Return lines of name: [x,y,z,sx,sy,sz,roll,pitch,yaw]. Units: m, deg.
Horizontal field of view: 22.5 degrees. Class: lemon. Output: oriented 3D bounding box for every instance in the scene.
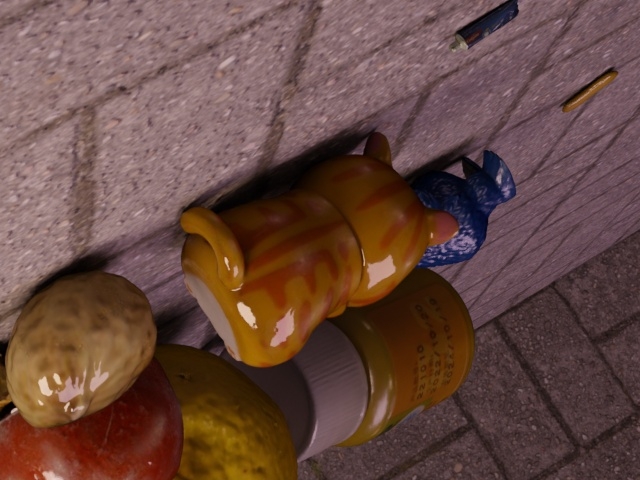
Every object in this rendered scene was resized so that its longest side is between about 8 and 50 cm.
lemon: [-0.179,0.274,1.900,0.336,0.336,0.336,-31,169,-7]

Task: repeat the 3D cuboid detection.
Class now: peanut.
peanut: [-0.223,0.098,1.495,0.159,0.109,0.140,-37,159,-38]

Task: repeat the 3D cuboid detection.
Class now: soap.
soap: [0.354,-0.196,2.114,0.089,0.012,0.034,-37,169,22]

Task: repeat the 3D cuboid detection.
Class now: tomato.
tomato: [-0.228,0.218,1.619,0.214,0.155,0.181,-26,165,-31]

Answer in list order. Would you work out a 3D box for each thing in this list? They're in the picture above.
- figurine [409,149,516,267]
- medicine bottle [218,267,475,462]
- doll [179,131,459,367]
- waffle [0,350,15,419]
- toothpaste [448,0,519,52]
figurine: [0.123,-0.010,1.993,0.262,0.121,0.164,-31,173,0]
medicine bottle: [0.035,0.177,2.290,0.224,0.224,0.384,-41,166,37]
doll: [-0.014,0.011,1.614,0.269,0.166,0.162,-28,170,-37]
waffle: [-0.323,0.157,1.630,0.283,0.065,0.309,-34,172,5]
toothpaste: [0.156,-0.202,1.523,0.083,0.019,0.027,-34,152,-12]
